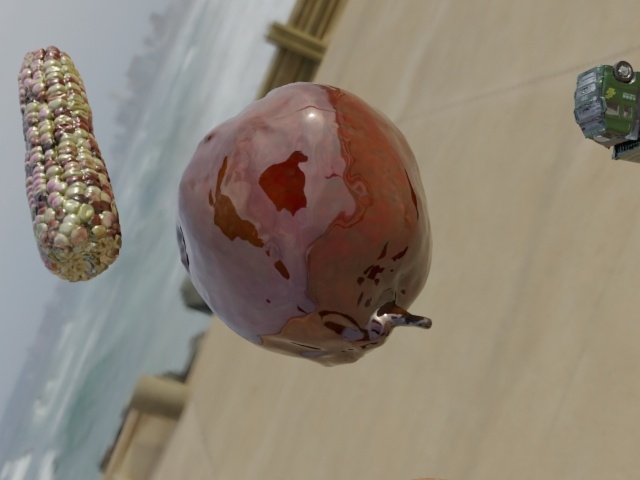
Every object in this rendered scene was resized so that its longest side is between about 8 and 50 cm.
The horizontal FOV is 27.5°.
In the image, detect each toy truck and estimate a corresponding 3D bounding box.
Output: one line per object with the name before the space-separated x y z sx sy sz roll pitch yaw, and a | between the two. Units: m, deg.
toy truck | 0.481 -0.169 1.829 0.088 0.259 0.121 155 122 -69

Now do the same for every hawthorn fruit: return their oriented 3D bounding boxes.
hawthorn fruit | -0.012 -0.012 1.509 0.324 0.308 0.308 67 160 8

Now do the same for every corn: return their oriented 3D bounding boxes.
corn | -0.271 -0.083 1.392 0.092 0.092 0.280 123 140 -48

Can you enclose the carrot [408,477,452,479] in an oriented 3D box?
carrot | 0.104 0.351 1.200 0.307 0.100 0.258 -31 60 29
